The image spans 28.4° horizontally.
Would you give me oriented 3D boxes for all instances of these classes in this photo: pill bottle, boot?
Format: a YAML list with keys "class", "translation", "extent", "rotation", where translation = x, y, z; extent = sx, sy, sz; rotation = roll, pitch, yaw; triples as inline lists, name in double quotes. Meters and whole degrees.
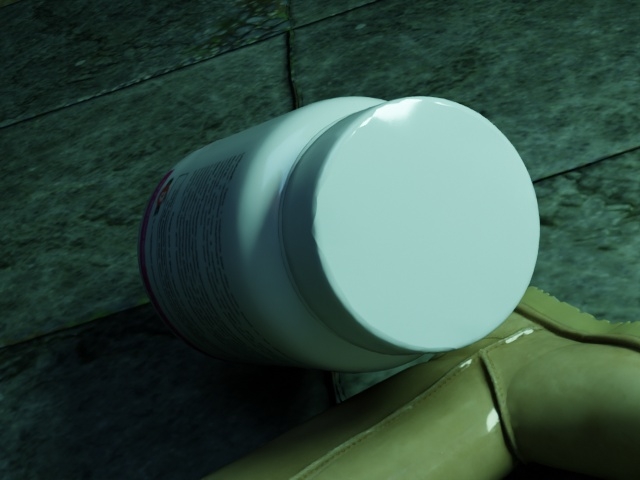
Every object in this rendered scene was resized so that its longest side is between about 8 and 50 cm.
- class: "pill bottle"
  translation: [0.000, 0.000, 0.776]
  extent: [0.160, 0.160, 0.283]
  rotation: [-34, 10, -22]
- class: "boot"
  translation: [0.062, 0.138, 0.677]
  extent: [0.269, 0.089, 0.236]
  rotation: [-29, 17, -16]
